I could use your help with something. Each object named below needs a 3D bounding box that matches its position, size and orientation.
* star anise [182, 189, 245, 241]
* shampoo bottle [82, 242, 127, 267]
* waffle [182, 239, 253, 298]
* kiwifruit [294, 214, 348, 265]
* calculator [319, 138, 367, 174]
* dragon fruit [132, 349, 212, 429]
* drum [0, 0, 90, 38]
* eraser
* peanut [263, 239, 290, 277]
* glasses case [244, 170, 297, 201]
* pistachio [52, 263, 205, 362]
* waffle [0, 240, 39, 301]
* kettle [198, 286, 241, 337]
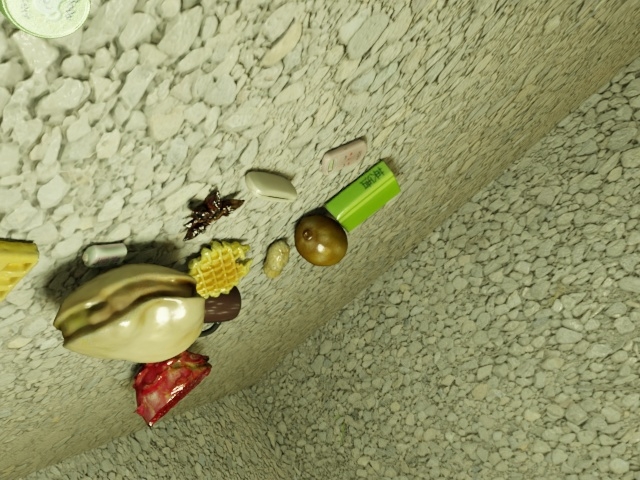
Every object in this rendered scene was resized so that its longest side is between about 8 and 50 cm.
[{"bbox_3d":[-0.311,-0.078,1.281,0.212,0.053,0.157,-28,160,-8],"label":"star anise"},{"bbox_3d":[-0.562,0.039,1.191,0.099,0.043,0.072,-5,148,-51],"label":"shampoo bottle"},{"bbox_3d":[-0.347,0.107,1.565,0.250,0.056,0.261,-53,150,15],"label":"waffle"},{"bbox_3d":[0.000,0.000,1.718,0.196,0.196,0.234,-38,152,12],"label":"kiwifruit"},{"bbox_3d":[0.071,-0.263,1.456,0.175,0.032,0.100,-26,159,-17],"label":"calculator"},{"bbox_3d":[-0.684,0.622,2.059,0.371,0.249,0.386,-37,170,-39],"label":"dragon fruit"},{"bbox_3d":[-0.426,-0.315,0.580,0.253,0.049,0.130,-18,154,-36],"label":"drum"},{"bbox_3d":[0.160,-0.160,1.740,0.274,0.092,0.210,-37,159,6],"label":"eraser"},{"bbox_3d":[-0.175,0.077,1.795,0.099,0.099,0.214,-20,161,-32],"label":"peanut"},{"bbox_3d":[-0.139,-0.153,1.329,0.051,0.081,0.204,-41,157,25],"label":"glasses case"},{"bbox_3d":[-0.506,0.204,1.294,0.365,0.281,0.445,-26,167,15],"label":"pistachio"},{"bbox_3d":[-0.765,0.083,0.974,0.248,0.055,0.221,-40,159,18],"label":"waffle"},{"bbox_3d":[-0.430,0.253,1.699,0.232,0.144,0.202,4,100,-49],"label":"kettle"}]
